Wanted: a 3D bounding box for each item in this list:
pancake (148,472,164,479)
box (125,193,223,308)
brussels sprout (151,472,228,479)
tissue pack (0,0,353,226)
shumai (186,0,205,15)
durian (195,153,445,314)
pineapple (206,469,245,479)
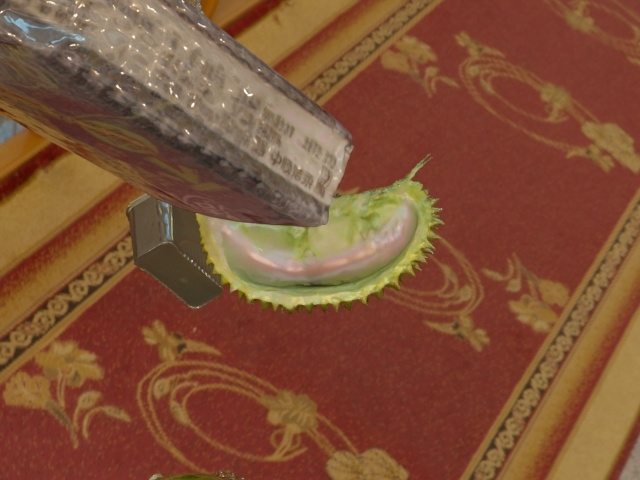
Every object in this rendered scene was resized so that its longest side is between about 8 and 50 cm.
[{"bbox_3d":[-0.384,0.564,1.791,0.017,0.108,0.108,31,51,19],"label":"pancake"},{"bbox_3d":[-0.322,0.029,1.839,0.274,0.138,0.178,46,20,-42],"label":"box"},{"bbox_3d":[-0.138,0.438,0.948,0.268,0.344,0.344,-30,74,-35],"label":"brussels sprout"},{"bbox_3d":[-0.191,-0.140,0.723,0.394,0.288,0.124,31,77,-50],"label":"tissue pack"},{"bbox_3d":[-0.238,-0.252,1.040,0.184,0.184,0.141,7,65,-19],"label":"shumai"},{"bbox_3d":[0.006,0.007,1.154,0.356,0.169,0.157,-12,23,3],"label":"durian"},{"bbox_3d":[-0.215,0.636,1.887,0.166,0.166,0.193,-4,26,-25],"label":"pineapple"}]
